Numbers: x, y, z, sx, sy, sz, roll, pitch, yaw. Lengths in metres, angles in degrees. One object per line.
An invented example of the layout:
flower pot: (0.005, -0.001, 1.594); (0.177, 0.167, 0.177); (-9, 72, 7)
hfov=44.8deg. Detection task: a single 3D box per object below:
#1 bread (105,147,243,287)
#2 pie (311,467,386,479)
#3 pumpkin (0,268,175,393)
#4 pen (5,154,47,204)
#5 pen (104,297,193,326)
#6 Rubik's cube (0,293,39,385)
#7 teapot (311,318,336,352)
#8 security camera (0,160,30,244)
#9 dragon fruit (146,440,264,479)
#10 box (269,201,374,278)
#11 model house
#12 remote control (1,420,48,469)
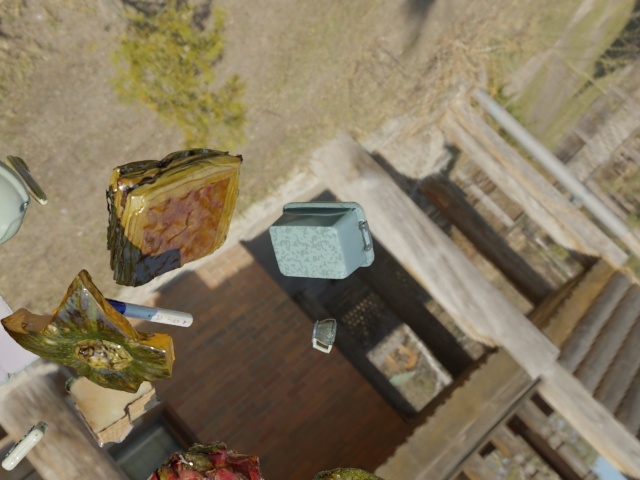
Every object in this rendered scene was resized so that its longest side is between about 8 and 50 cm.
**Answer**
bread: (-0.321, -0.071, 1.621); (0.324, 0.167, 0.277); (-31, 149, -47)
pie: (0.085, 0.603, 1.667); (0.277, 0.277, 0.078); (-28, 143, -52)
pumpkin: (-0.367, 0.176, 1.320); (0.258, 0.290, 0.095); (-20, -135, 38)
pen: (-0.675, -0.143, 1.792); (0.040, 0.233, 0.032); (-27, 135, -27)
pen: (-0.350, 0.146, 1.559); (0.033, 0.033, 0.269); (-47, 150, 13)
Rubik's cube: (-0.697, 0.162, 1.433); (0.224, 0.231, 0.221); (-41, 140, -23)
teapot: (0.008, 0.237, 1.945); (0.066, 0.057, 0.088); (-60, 158, -75)
security camera: (-0.547, -0.009, 1.136); (0.277, 0.191, 0.197); (-61, -155, 18)
dragon fruit: (-0.262, 0.572, 1.638); (0.291, 0.250, 0.269); (-10, 142, -14)
box: (0.000, 0.000, 1.781); (0.227, 0.162, 0.130); (1, -153, 32)
model house: (-0.504, 0.397, 1.920); (0.183, 0.166, 0.172); (-31, 154, -22)
remote control: (-0.666, 0.460, 1.748); (0.122, 0.032, 0.074); (-46, -171, 6)
